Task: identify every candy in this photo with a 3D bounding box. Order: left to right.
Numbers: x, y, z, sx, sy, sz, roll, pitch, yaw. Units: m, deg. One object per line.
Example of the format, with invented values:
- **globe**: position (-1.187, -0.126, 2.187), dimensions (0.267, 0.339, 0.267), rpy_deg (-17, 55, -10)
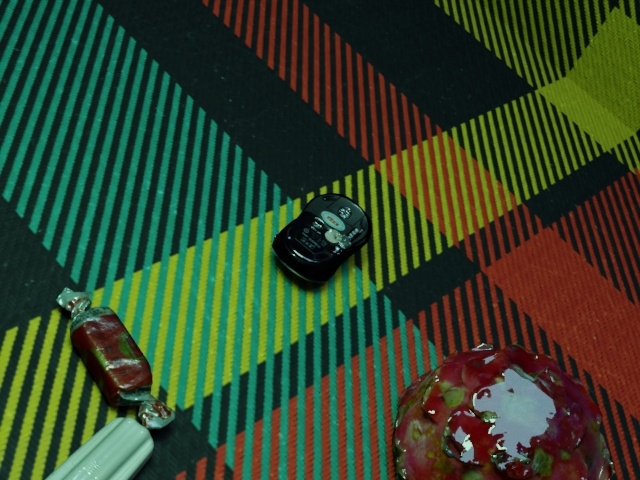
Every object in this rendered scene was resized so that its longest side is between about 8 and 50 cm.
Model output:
- **candy**: position (-0.328, 0.183, 1.430), dimensions (0.086, 0.059, 0.292), rpy_deg (-20, 60, -36)

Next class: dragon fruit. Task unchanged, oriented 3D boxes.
- **dragon fruit**: position (0.323, 0.327, 1.512), dimensions (0.386, 0.249, 0.371), rpy_deg (37, 48, 12)

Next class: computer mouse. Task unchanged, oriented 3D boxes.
- **computer mouse**: position (0.000, 0.000, 1.754), dimensions (0.137, 0.096, 0.233), rpy_deg (38, 47, 17)

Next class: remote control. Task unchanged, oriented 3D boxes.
- **remote control**: position (-0.330, 0.341, 1.282), dimensions (0.090, 0.049, 0.230), rpy_deg (34, 44, 10)
